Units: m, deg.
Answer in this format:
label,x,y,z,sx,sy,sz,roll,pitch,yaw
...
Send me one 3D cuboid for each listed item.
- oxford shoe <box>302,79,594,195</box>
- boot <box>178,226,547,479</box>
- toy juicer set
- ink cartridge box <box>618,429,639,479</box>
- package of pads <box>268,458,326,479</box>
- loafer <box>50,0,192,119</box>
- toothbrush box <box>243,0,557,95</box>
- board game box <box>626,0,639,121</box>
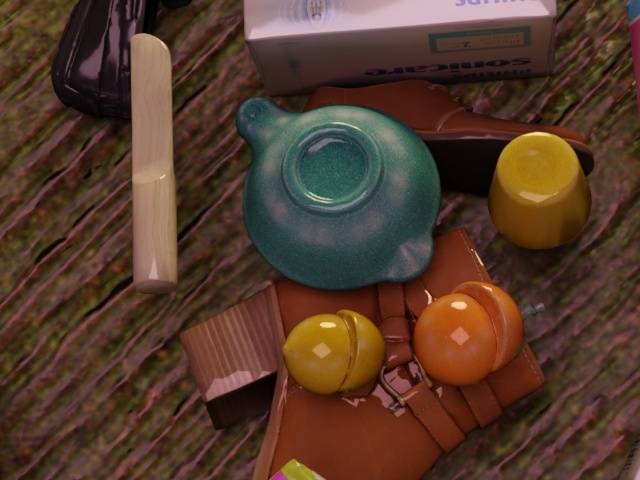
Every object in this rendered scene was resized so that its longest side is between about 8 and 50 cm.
label,x,y,z,sx,sy,sz,roll,pitch,yaw
oxford shoe,0.089,-0.080,1.315,0.212,0.076,0.076,7,59,6
boot,0.051,0.141,1.252,0.220,0.109,0.283,-21,66,-4
toy juicer set,0.000,0.000,1.234,0.329,0.089,0.209,15,72,12
ink cartridge box,0.310,0.138,1.254,0.179,0.045,0.145,27,78,-4
package of pads,0.002,0.297,1.122,0.229,0.296,0.101,-42,34,-6
loafer,-0.129,-0.195,1.370,0.078,0.076,0.223,17,82,5
toothbrush box,0.053,-0.265,1.340,0.216,0.126,0.295,-3,76,6
board game box,0.340,-0.022,1.240,0.242,0.064,0.316,-1,74,-10
